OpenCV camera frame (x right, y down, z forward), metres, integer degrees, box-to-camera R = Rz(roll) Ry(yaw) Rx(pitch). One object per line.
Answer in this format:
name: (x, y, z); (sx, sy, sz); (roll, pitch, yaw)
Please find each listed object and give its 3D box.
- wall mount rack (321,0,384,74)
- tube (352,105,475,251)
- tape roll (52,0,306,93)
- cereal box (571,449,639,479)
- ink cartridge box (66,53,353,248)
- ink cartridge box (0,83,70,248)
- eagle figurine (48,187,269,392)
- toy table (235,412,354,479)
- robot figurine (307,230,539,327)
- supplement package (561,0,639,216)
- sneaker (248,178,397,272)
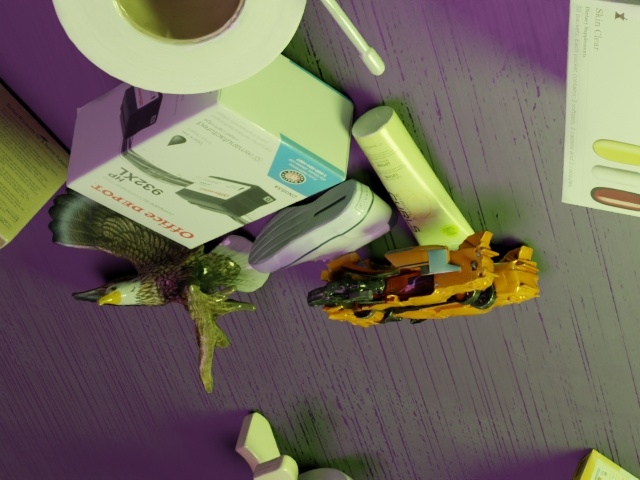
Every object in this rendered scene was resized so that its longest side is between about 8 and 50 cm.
wall mount rack: (0.036, -0.363, 1.639); (0.130, 0.350, 0.304); (9, 141, -4)
tube: (0.124, -0.066, 1.999); (0.240, 0.062, 0.070); (56, 174, -31)
tape roll: (-0.154, -0.305, 1.717); (0.286, 0.100, 0.286); (-1, 128, -1)
cereal box: (0.443, 0.422, 2.144); (0.240, 0.173, 0.047); (35, 135, 0)
ink cartridge box: (-0.145, -0.125, 1.994); (0.223, 0.129, 0.307); (29, 144, -36)
ink cartridge box: (-0.492, -0.122, 2.203); (0.235, 0.193, 0.088); (47, 136, -12)
eagle figurine: (-0.245, 0.046, 2.244); (0.298, 0.225, 0.226); (34, 100, 43)
toy table: (-0.085, 0.413, 2.406); (0.161, 0.252, 0.274); (37, 127, -25)
robot figurine: (0.128, 0.057, 2.037); (0.291, 0.085, 0.211); (-10, 162, 35)
supplement package: (0.358, -0.186, 1.658); (0.145, 0.204, 0.262); (12, 131, 21)
sneaker: (0.000, 0.000, 2.101); (0.091, 0.094, 0.258); (34, 147, -25)
